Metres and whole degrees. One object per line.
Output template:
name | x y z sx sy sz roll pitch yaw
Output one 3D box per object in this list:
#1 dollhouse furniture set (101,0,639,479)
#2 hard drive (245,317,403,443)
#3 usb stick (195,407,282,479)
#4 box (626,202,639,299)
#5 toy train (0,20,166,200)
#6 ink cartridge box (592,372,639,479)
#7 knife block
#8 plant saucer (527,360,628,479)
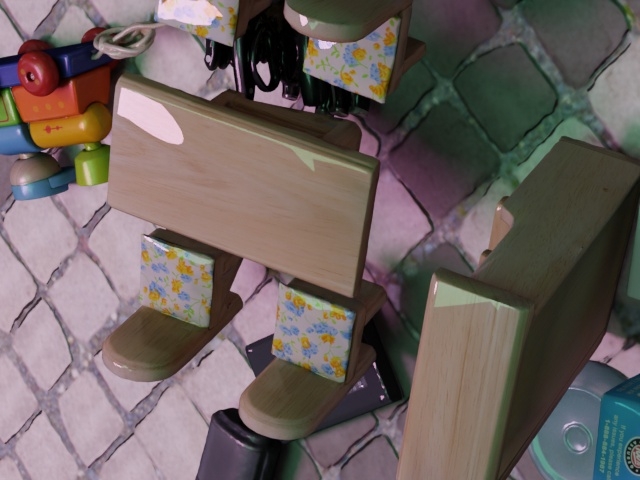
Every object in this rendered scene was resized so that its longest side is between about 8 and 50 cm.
dollhouse furniture set | 0.000 0.000 1.325 0.394 0.256 0.362 20 123 19
hard drive | 0.001 0.114 1.565 0.135 0.022 0.094 -25 84 38
usb stick | -0.097 0.282 1.662 0.077 0.045 0.278 29 116 29
box | 0.337 -0.078 1.198 0.232 0.058 0.322 19 121 27
toy train | -0.210 -0.114 1.638 0.248 0.105 0.143 -4 107 38
ink cartridge box | 0.323 0.192 1.235 0.232 0.168 0.171 14 107 34
knife block | -0.008 -0.241 1.456 0.242 0.088 0.276 49 124 18
plant saucer | 0.205 0.154 1.414 0.119 0.021 0.119 9 105 37
